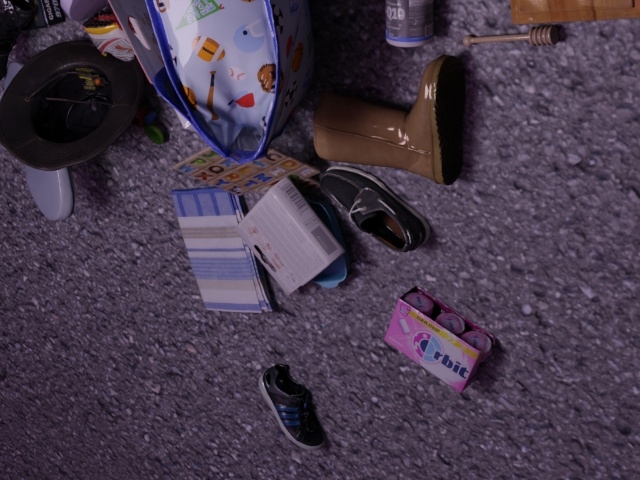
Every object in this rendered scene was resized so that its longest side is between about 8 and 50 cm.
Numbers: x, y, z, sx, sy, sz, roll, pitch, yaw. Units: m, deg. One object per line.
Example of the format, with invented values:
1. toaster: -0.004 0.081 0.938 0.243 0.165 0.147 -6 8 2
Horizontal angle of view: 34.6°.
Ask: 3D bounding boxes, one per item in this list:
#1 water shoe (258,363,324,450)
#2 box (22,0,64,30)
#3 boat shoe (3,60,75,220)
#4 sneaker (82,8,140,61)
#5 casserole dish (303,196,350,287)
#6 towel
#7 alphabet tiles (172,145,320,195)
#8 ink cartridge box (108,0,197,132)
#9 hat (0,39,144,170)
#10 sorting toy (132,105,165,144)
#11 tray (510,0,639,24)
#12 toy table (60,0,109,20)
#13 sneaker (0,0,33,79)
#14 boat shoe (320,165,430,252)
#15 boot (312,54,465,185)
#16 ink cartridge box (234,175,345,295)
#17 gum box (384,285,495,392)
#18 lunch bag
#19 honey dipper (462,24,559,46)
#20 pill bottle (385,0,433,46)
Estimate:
1. water shoe: -0.055 0.357 2.190 0.203 0.073 0.080 51 132 5
2. box: -0.649 -0.564 2.204 0.175 0.051 0.220 5 115 38
3. boat shoe: -0.570 -0.219 2.248 0.136 0.156 0.367 -35 71 43
4. sneaker: -0.368 -0.407 2.048 0.225 0.088 0.093 12 139 36
5. casserole dish: 0.000 0.000 1.979 0.114 0.037 0.188 -6 108 42
6. towel: -0.207 0.021 2.165 0.209 0.034 0.285 -2 109 43
7. alphabet tiles: -0.122 -0.126 1.910 0.198 0.237 0.009 -22 56 44
8. ink cartridge box: -0.269 -0.319 1.811 0.066 0.261 0.296 -45 56 24
9. hat: -0.502 -0.251 2.112 0.331 0.331 0.134 32 156 23
10. sorting toy: -0.355 -0.250 2.143 0.102 0.042 0.061 41 149 0
11. tray: 0.343 -0.509 1.398 0.203 0.076 0.411 6 115 38
12. toy table: -0.456 -0.544 1.940 0.161 0.252 0.274 49 152 -3
13. sneaker: -0.668 -0.460 2.152 0.124 0.107 0.283 19 115 23
14. boat shoe: 0.086 -0.058 1.849 0.233 0.079 0.084 36 133 21
15. boot: 0.106 -0.217 1.741 0.269 0.089 0.236 18 123 33
16. ink cartridge box: -0.063 -0.003 1.978 0.181 0.056 0.225 52 153 1
17. gum box: 0.219 0.182 1.875 0.188 0.062 0.107 34 130 22
18. lunch bag: -0.136 -0.348 1.678 0.239 0.328 0.385 -8 112 15
19. honey dipper: 0.289 -0.310 1.581 0.161 0.030 0.030 4 115 41
20. pill bottle: 0.141 -0.383 1.628 0.078 0.078 0.137 16 122 33
